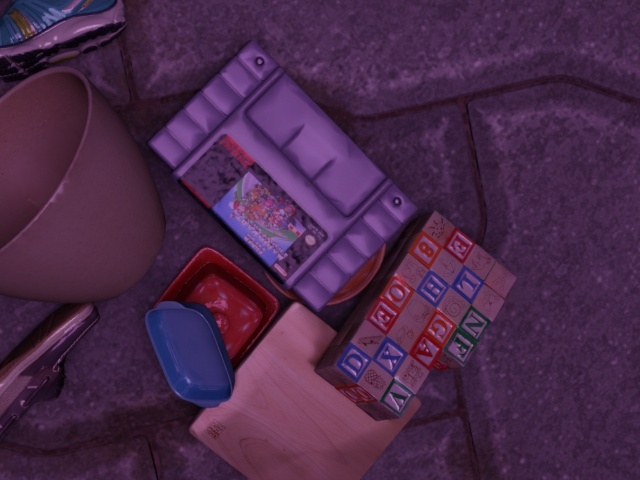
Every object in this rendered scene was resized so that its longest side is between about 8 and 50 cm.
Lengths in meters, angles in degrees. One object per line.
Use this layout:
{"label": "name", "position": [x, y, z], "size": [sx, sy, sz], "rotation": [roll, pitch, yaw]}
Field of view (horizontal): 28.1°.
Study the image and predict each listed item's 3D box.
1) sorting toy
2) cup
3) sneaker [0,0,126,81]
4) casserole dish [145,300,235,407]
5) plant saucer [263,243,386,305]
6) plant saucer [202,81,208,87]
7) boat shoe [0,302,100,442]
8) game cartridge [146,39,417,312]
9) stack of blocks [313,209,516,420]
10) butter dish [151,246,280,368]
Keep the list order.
{"label": "sorting toy", "position": [-0.027, 0.260, 1.970], "size": [0.257, 0.089, 0.255], "rotation": [40, 90, -11]}
{"label": "cup", "position": [-0.357, -0.041, 1.795], "size": [0.331, 0.331, 0.237], "rotation": [-50, 128, 0]}
{"label": "sneaker", "position": [-0.420, -0.305, 1.851], "size": [0.275, 0.107, 0.110], "rotation": [-21, 80, -10]}
{"label": "casserole dish", "position": [-0.185, 0.160, 1.868], "size": [0.114, 0.037, 0.188], "rotation": [-3, 120, 28]}
{"label": "plant saucer", "position": [0.000, 0.000, 1.967], "size": [0.200, 0.037, 0.199], "rotation": [-1, 97, -9]}
{"label": "plant saucer", "position": [-0.107, -0.165, 1.930], "size": [0.195, 0.037, 0.194], "rotation": [-1, 97, -9]}
{"label": "boat shoe", "position": [-0.424, 0.202, 1.904], "size": [0.285, 0.103, 0.092], "rotation": [-44, 106, 3]}
{"label": "game cartridge", "position": [-0.056, -0.090, 1.879], "size": [0.355, 0.068, 0.230], "rotation": [45, 78, -7]}
{"label": "stack of blocks", "position": [0.145, 0.125, 1.922], "size": [0.171, 0.087, 0.297], "rotation": [39, 67, -11]}
{"label": "butter dish", "position": [-0.157, 0.117, 1.918], "size": [0.160, 0.118, 0.160], "rotation": [39, 90, -12]}
